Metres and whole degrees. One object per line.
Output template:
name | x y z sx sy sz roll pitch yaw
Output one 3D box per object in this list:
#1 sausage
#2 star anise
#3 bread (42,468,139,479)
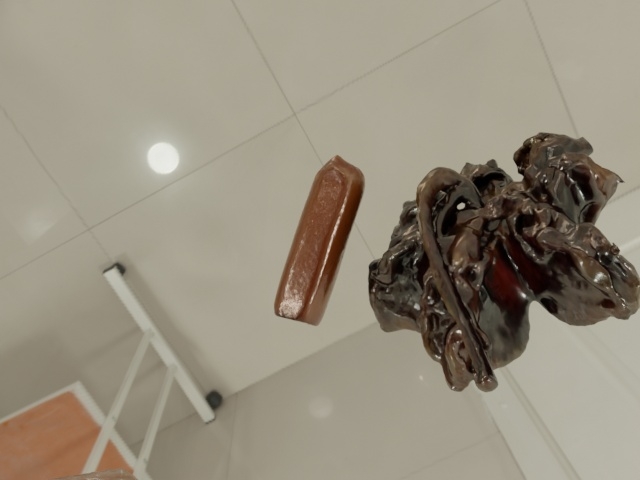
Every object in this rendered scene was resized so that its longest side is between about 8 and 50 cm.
sausage | 0.000 0.000 0.471 0.041 0.039 0.131 19 93 23
star anise | 0.123 -0.004 0.446 0.190 0.220 0.126 -31 105 -11
bread | -0.138 0.216 0.298 0.123 0.244 0.190 -1 111 -29
